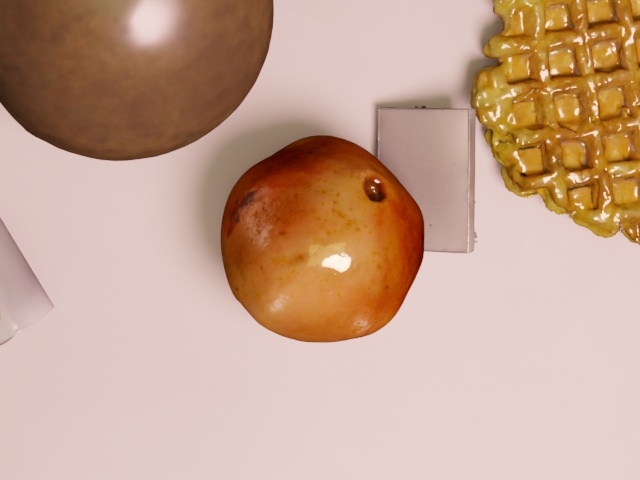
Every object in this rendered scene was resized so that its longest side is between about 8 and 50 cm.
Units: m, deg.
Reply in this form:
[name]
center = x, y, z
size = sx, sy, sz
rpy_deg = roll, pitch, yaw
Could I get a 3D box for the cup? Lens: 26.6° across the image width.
[cup]
center = -0.358, 0.047, 1.355
size = 0.136, 0.099, 0.133
rpy_deg = -29, 100, -2

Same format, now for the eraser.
[eraser]
center = 0.110, -0.064, 1.400
size = 0.104, 0.023, 0.150
rpy_deg = 4, 100, 26

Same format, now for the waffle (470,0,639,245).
[waffle]
center = 0.306, -0.159, 1.410
size = 0.325, 0.068, 0.302
rpy_deg = 35, 93, -7

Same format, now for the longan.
[longan]
center = -0.184, -0.231, 1.227
size = 0.319, 0.319, 0.318
rpy_deg = -1, 98, -5

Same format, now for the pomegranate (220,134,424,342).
[pomegranate]
center = 0.005, -0.002, 1.336
size = 0.209, 0.209, 0.209
rpy_deg = -1, 98, -5
